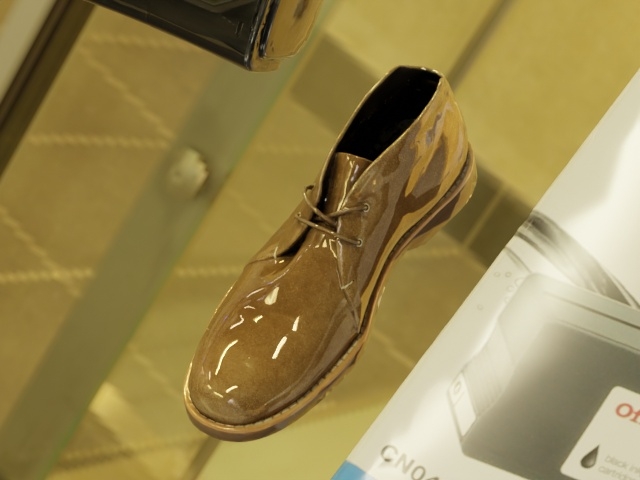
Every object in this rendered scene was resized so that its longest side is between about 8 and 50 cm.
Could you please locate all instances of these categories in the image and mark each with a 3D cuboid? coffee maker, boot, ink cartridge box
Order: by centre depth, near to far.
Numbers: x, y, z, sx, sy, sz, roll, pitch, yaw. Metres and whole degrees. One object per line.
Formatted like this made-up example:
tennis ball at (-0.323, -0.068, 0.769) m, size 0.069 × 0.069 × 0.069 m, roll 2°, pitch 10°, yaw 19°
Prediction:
ink cartridge box at (0.192, 0.122, 0.969) m, size 0.285 × 0.395 × 0.166 m, roll 34°, pitch -13°, yaw 17°
boot at (0.000, 0.000, 1.309) m, size 0.112 × 0.115 × 0.305 m, roll 24°, pitch 60°, yaw 24°
coffee maker at (-0.103, -0.194, 1.423) m, size 0.178 × 0.120 × 0.171 m, roll 23°, pitch 38°, yaw 18°
